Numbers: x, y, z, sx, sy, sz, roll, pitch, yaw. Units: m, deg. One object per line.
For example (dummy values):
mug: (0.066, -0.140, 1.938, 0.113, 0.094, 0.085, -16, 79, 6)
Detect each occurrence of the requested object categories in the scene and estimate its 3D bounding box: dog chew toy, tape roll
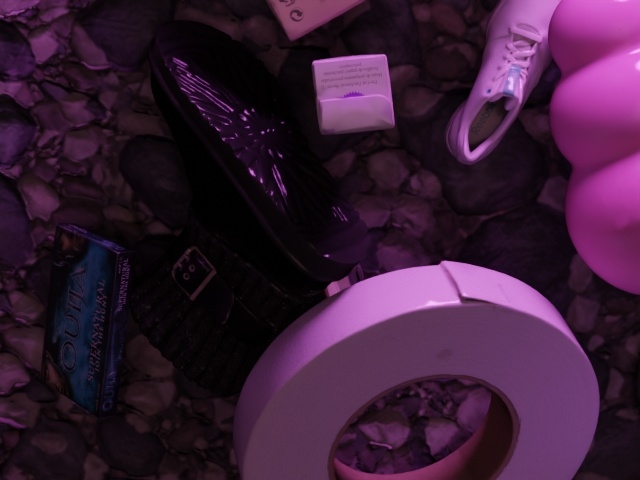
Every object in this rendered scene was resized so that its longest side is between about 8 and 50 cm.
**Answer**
dog chew toy: (0.327, -0.116, 1.206, 0.207, 0.206, 0.331, -18, 93, 5)
tape roll: (0.102, 0.199, 1.255, 0.392, 0.072, 0.391, -7, 124, -11)

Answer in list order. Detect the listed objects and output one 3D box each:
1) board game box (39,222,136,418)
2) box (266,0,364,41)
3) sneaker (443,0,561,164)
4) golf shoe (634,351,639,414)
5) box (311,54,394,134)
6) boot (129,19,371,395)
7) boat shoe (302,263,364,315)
board game box: (-0.257, 0.085, 1.296, 0.026, 0.126, 0.186, -3, 106, -44)
box: (0.077, -0.328, 1.183, 0.311, 0.148, 0.121, -28, 102, 8)
sneaker: (0.198, -0.174, 1.240, 0.080, 0.094, 0.212, 22, 101, -3)
golf shoe: (0.423, 0.110, 1.288, 0.105, 0.120, 0.272, 16, 103, -4)
box: (0.026, -0.144, 1.132, 0.067, 0.324, 0.063, -7, 99, 0)
boot: (-0.124, -0.031, 1.259, 0.260, 0.131, 0.348, -46, 67, 38)
boat shoe: (0.001, 0.000, 1.294, 0.073, 0.080, 0.223, -12, 85, -39)
